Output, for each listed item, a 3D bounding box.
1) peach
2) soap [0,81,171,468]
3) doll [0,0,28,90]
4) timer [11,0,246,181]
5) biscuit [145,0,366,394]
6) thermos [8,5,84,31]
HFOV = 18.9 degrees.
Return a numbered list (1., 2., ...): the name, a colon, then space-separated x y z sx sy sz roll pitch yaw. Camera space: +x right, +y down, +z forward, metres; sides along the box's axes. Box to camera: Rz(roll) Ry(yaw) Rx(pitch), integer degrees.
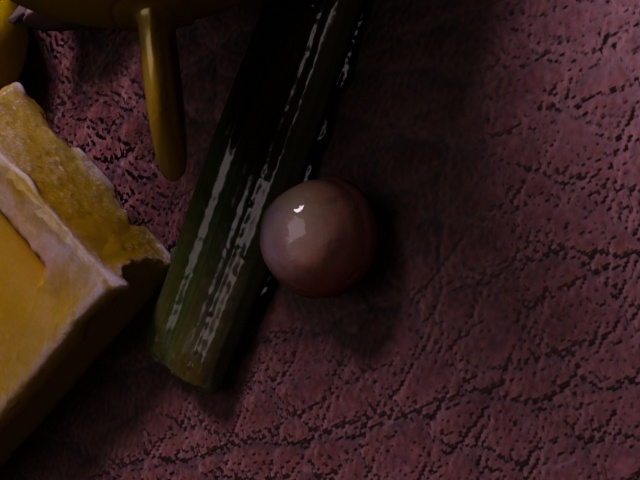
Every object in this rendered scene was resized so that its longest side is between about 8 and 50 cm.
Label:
1. peach: 0.000 -0.001 1.260 0.083 0.083 0.083 -9 78 45
2. soap: -0.274 0.053 1.477 0.199 0.091 0.315 50 121 9
3. doll: -0.321 -0.215 1.561 0.199 0.145 0.363 166 93 -69
4. timer: -0.115 -0.269 1.226 0.376 0.376 0.387 -37 49 37
5. biscuit: -0.049 -0.049 1.348 0.099 0.038 0.322 34 109 47
6. thermos: -0.196 -0.261 1.498 0.137 0.105 0.193 -12 78 13
